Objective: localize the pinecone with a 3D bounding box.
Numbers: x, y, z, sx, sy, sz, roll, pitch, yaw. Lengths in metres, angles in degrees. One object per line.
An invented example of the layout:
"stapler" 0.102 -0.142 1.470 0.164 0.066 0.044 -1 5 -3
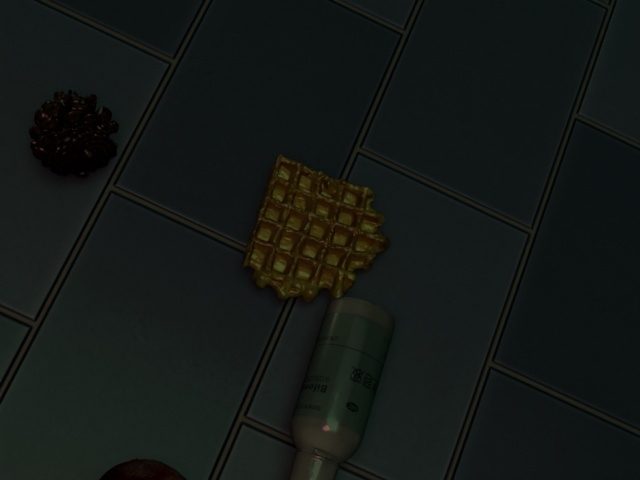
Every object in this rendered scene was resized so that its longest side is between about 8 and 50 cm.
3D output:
"pinecone" -0.380 -0.167 1.785 0.140 0.140 0.121 -11 54 -17

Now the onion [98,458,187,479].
"onion" -0.249 0.368 1.582 0.159 0.195 0.160 -3 66 7

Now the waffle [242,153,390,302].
"waffle" 0.000 0.000 1.854 0.219 0.057 0.229 18 68 -7

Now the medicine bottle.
"medicine bottle" 0.015 0.261 1.731 0.110 0.110 0.352 21 66 -6
